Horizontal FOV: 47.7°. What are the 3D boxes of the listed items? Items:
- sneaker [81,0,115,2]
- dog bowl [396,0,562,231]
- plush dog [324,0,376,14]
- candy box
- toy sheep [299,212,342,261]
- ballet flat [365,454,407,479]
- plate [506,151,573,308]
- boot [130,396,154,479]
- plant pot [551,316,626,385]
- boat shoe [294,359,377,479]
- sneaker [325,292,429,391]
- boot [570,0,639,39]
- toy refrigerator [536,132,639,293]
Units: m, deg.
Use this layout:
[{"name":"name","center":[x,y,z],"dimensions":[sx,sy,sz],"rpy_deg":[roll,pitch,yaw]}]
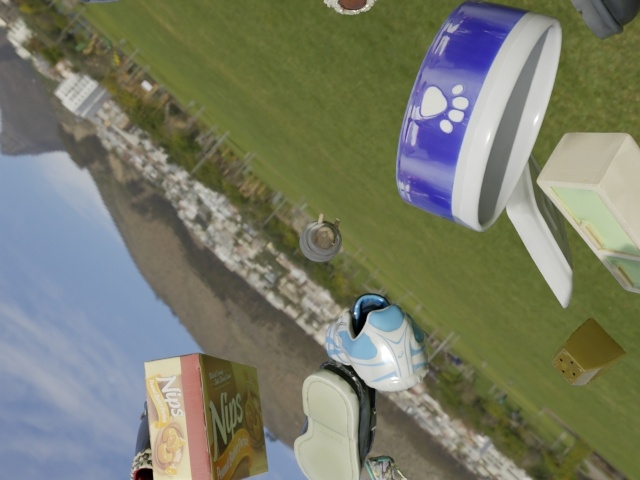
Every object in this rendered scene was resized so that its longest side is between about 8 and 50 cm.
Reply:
[{"name":"sneaker","center":[-0.112,-0.243,0.657],"dimensions":[0.098,0.224,0.083],"rpy_deg":[81,169,-66]},{"name":"dog bowl","center":[0.195,-0.150,0.881],"dimensions":[0.104,0.264,0.265],"rpy_deg":[23,172,22]},{"name":"plush dog","center":[0.066,-0.543,1.181],"dimensions":[0.225,0.262,0.210],"rpy_deg":[43,-156,-36]},{"name":"candy box","center":[-0.165,0.281,1.114],"dimensions":[0.316,0.088,0.182],"rpy_deg":[53,-153,-73]},{"name":"toy sheep","center":[0.000,0.000,1.425],"dimensions":[0.091,0.091,0.132],"rpy_deg":[42,162,3]},{"name":"ballet flat","center":[0.081,0.283,0.819],"dimensions":[0.041,0.041,0.114],"rpy_deg":[41,154,50]},{"name":"plate","center":[0.406,-0.057,1.348],"dimensions":[0.278,0.045,0.277],"rpy_deg":[51,-150,-33]},{"name":"boot","center":[-0.274,0.364,1.235],"dimensions":[0.178,0.085,0.236],"rpy_deg":[-90,5,-47]},{"name":"plant pot","center":[0.436,0.194,1.203],"dimensions":[0.081,0.083,0.081],"rpy_deg":[50,147,24]},{"name":"boat shoe","center":[0.034,0.289,1.152],"dimensions":[0.127,0.113,0.340],"rpy_deg":[24,138,26]},{"name":"sneaker","center":[0.053,0.094,0.750],"dimensions":[0.237,0.085,0.086],"rpy_deg":[176,85,-80]},{"name":"boot","center":[0.423,-0.456,0.706],"dimensions":[0.146,0.445,0.367],"rpy_deg":[-32,-78,-58]},{"name":"toy refrigerator","center":[0.416,-0.025,0.987],"dimensions":[0.269,0.094,0.102],"rpy_deg":[41,166,-30]}]
